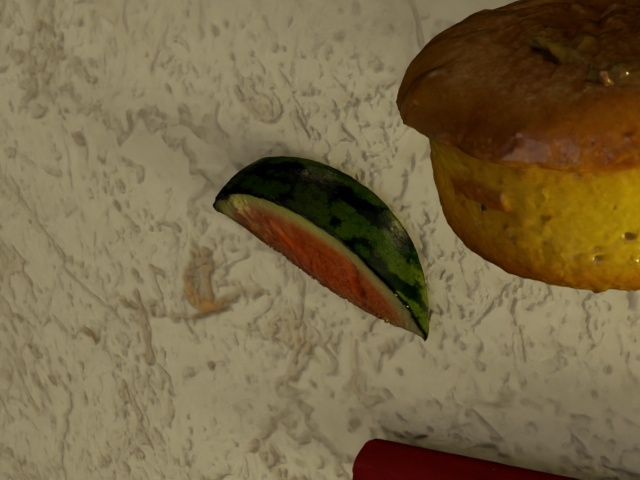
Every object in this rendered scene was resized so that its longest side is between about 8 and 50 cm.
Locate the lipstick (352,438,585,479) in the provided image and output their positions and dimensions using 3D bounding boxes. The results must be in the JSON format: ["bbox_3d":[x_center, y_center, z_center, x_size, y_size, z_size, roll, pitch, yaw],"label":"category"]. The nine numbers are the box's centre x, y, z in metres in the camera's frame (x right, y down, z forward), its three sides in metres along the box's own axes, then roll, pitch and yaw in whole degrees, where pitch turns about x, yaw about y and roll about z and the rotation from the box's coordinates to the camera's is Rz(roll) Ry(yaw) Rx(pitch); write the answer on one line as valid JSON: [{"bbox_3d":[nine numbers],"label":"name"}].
[{"bbox_3d":[0.158,0.229,0.879,0.280,0.073,0.073,3,110,37],"label":"lipstick"}]

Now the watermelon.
[{"bbox_3d":[0.003,-0.002,0.910,0.245,0.063,0.119,30,142,17],"label":"watermelon"}]

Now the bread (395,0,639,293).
[{"bbox_3d":[0.179,-0.079,0.625,0.269,0.268,0.145,10,125,33],"label":"bread"}]
